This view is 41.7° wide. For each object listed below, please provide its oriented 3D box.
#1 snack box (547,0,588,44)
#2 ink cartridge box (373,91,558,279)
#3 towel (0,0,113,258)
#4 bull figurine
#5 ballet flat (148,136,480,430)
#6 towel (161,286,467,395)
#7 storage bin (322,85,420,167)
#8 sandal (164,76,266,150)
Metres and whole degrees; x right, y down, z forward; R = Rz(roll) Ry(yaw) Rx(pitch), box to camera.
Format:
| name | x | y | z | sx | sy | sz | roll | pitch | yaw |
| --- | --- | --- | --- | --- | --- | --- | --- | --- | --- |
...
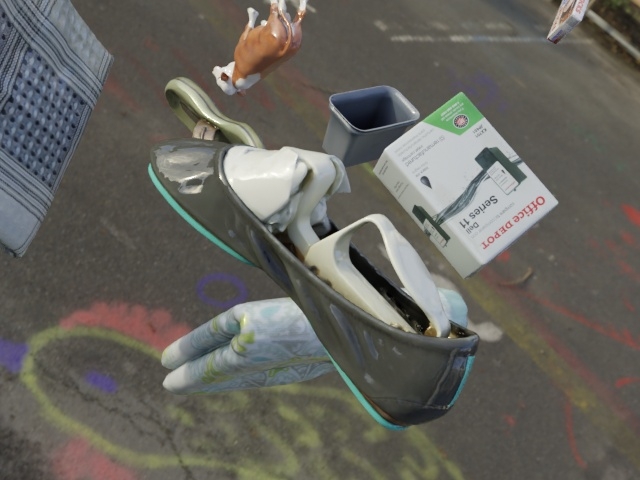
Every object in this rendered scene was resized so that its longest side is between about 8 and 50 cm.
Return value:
| name | x | y | z | sx | sy | sz | roll | pitch | yaw |
| --- | --- | --- | --- | --- | --- | --- | --- | --- | --- |
| snack box | 0.412 | -0.391 | 1.352 | 0.022 | 0.064 | 0.178 | 32 | 56 | -6 |
| ink cartridge box | 0.200 | -0.074 | 1.165 | 0.153 | 0.087 | 0.208 | -38 | 83 | -15 |
| towel | -0.352 | -0.173 | 0.948 | 0.056 | 0.324 | 0.312 | 14 | 70 | 17 |
| bull figurine | -0.134 | -0.441 | 1.896 | 0.101 | 0.310 | 0.188 | 18 | 74 | -33 |
| ballet flat | 0.000 | 0.000 | 0.574 | 0.280 | 0.096 | 0.095 | 44 | 28 | 13 |
| towel | -0.025 | 0.146 | 1.172 | 0.321 | 0.374 | 0.090 | -5 | 76 | -28 |
| storage bin | 0.064 | -0.171 | 1.270 | 0.135 | 0.091 | 0.098 | -17 | 56 | -37 |
| sandal | -0.159 | -0.134 | 1.249 | 0.086 | 0.120 | 0.303 | -31 | 51 | -22 |
